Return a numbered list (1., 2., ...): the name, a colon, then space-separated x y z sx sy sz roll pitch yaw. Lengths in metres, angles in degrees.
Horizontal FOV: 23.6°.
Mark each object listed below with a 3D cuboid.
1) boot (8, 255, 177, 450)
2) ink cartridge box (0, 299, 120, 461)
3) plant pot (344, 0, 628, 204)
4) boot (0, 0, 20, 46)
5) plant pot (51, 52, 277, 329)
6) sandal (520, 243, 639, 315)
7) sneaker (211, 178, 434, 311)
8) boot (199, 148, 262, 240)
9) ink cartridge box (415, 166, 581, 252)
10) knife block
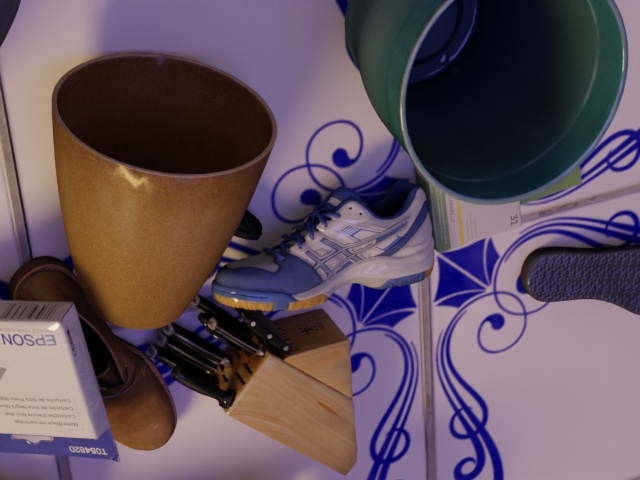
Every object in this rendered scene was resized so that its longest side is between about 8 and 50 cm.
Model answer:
1. boot: -0.255 0.160 1.785 0.112 0.115 0.305 -37 126 -6
2. ink cartridge box: -0.352 0.167 1.706 0.223 0.045 0.224 0 123 20
3. plant pot: 0.157 -0.212 1.701 0.271 0.255 0.272 -11 118 -20
4. boot: -0.356 -0.153 1.507 0.118 0.223 0.338 15 108 -30
5. plant pot: -0.186 -0.035 1.665 0.237 0.237 0.254 -3 128 -24
6. sandal: 0.388 0.043 2.074 0.254 0.054 0.097 8 104 -18
7. sneaker: 0.000 0.000 1.839 0.296 0.112 0.131 -13 112 -29
8. boot: -0.101 -0.061 1.785 0.121 0.045 0.099 21 105 -28
9. ink cartridge box: 0.233 -0.099 1.919 0.235 0.056 0.171 -17 121 -14
10. knife block: -0.084 0.187 1.895 0.242 0.088 0.276 -15 121 -17
